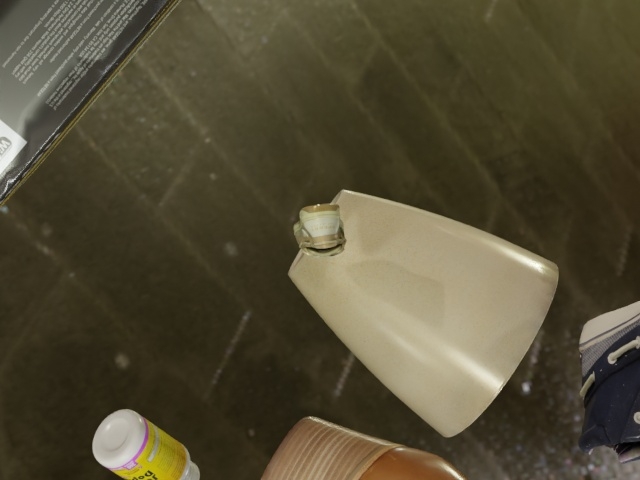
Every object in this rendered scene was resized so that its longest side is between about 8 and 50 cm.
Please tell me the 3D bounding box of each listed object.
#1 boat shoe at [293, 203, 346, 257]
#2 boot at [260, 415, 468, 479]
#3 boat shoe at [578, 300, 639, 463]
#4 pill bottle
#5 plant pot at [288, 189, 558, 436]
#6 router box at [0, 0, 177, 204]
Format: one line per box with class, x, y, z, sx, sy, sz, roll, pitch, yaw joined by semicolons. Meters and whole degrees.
boat shoe;0.002;0.000;1.351;0.153;0.056;0.048;106;-23;-77
boot;0.027;0.277;0.835;0.283;0.220;0.109;-61;147;-11
boat shoe;0.378;0.129;1.294;0.127;0.340;0.158;15;65;-12
pill bottle;-0.123;0.157;0.911;0.083;0.043;0.043;45;40;-43
plant pot;0.108;0.061;1.566;0.274;0.256;0.256;33;43;-4
router box;-0.144;-0.144;0.781;0.081;0.309;0.243;41;11;-11
